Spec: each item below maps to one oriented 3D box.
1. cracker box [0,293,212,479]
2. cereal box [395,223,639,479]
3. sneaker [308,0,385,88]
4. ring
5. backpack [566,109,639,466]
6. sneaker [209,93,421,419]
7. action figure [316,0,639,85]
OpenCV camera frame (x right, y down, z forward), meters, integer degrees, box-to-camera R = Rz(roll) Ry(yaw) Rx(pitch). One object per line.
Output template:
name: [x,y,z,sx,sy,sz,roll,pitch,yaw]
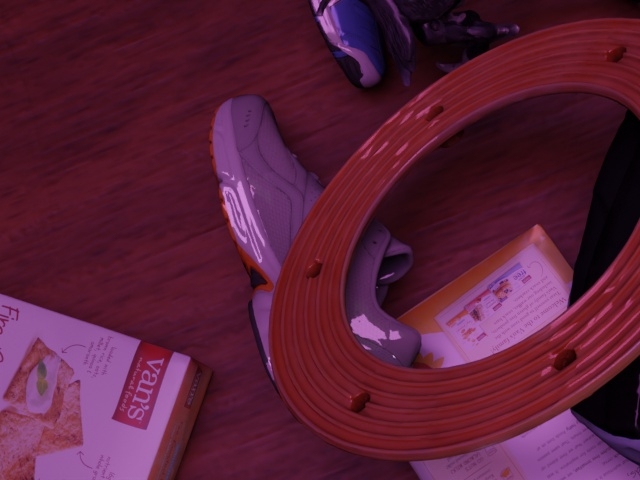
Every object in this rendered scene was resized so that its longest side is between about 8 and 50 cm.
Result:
cracker box: [-0.215,0.129,1.203,0.232,0.067,0.155,16,80,14]
cereal box: [0.150,0.133,1.137,0.173,0.047,0.240,-34,72,4]
sneaker: [0.030,-0.218,1.235,0.081,0.080,0.211,-10,74,11]
ring: [0.110,-0.004,1.003,0.337,0.032,0.336,-27,37,22]
backpack: [0.296,0.003,1.018,0.290,0.273,0.355,-5,42,46]
sneaker: [0.000,0.000,1.169,0.121,0.099,0.262,-18,62,2]
action figure: [0.103,-0.199,1.164,0.276,0.141,0.164,-11,95,-21]
